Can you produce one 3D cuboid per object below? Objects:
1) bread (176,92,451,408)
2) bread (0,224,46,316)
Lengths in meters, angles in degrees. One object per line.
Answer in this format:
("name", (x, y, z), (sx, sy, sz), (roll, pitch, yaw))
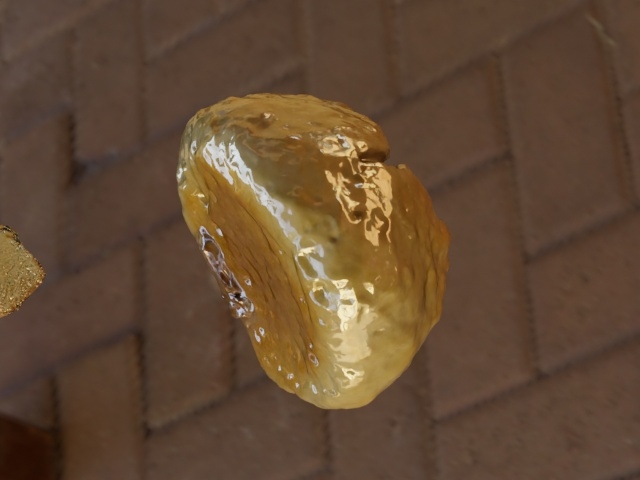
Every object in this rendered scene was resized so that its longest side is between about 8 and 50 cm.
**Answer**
("bread", (0.000, 0.000, 1.399), (0.134, 0.244, 0.244), (-32, 43, -21))
("bread", (-0.331, 0.033, 1.952), (0.077, 0.083, 0.070), (-43, 10, -23))
